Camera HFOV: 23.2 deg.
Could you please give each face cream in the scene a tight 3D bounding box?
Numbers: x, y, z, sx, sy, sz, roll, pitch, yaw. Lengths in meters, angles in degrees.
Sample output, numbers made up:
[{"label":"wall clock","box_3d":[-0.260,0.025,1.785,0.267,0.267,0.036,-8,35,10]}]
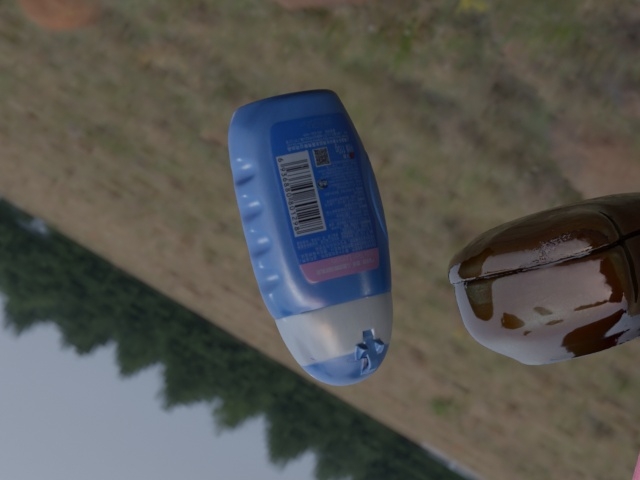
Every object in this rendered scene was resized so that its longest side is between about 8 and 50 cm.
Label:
[{"label":"face cream","box_3d":[0.000,0.000,1.398,0.149,0.264,0.083,-11,177,-38]}]

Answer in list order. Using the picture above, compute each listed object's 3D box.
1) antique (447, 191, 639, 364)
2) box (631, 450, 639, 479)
[{"label":"antique","box_3d":[0.232,0.030,1.410,0.278,0.223,0.129,-23,-84,-82]},{"label":"box","box_3d":[0.308,0.003,0.471,0.300,0.314,0.312,31,145,25]}]
